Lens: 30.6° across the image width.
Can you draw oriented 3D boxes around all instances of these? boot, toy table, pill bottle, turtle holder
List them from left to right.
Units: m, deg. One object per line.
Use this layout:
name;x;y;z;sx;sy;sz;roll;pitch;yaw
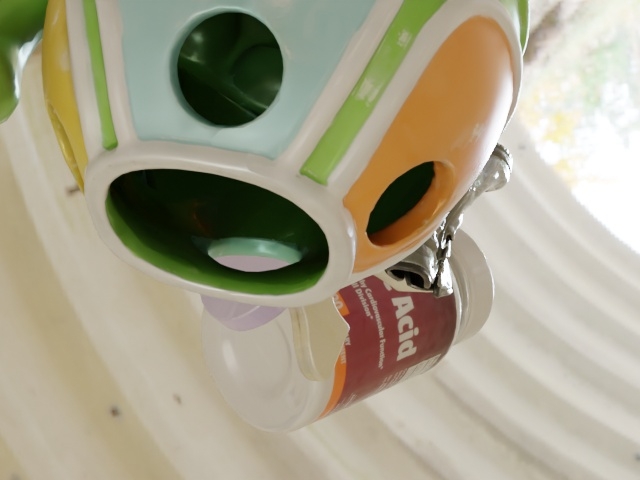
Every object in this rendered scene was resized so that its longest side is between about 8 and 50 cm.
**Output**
turtle holder;-0.054;-0.103;0.620;0.320;0.227;0.243;24;146;-10
toy table;0.000;0.000;1.252;0.252;0.161;0.274;14;-111;49
pill bottle;0.050;0.100;1.600;0.224;0.224;0.392;2;-167;44
boot;0.117;-0.024;1.138;0.083;0.161;0.246;5;177;25
